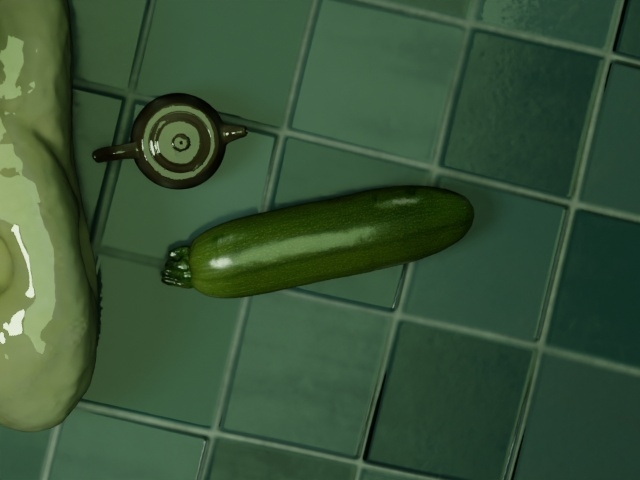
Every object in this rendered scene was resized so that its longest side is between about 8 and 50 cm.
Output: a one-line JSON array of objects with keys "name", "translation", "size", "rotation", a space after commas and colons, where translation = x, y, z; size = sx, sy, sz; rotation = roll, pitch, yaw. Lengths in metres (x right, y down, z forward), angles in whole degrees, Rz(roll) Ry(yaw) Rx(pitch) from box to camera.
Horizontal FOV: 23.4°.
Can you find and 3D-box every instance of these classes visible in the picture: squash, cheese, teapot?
[{"name": "squash", "translation": [0.000, 0.000, 1.220], "size": [0.258, 0.069, 0.069], "rotation": [-12, 96, -7]}, {"name": "cheese", "translation": [-0.336, -0.023, 1.148], "size": [0.328, 0.129, 0.351], "rotation": [-5, 95, -2]}, {"name": "teapot", "translation": [-0.117, -0.076, 1.198], "size": [0.121, 0.068, 0.076], "rotation": [-9, 95, -7]}]
